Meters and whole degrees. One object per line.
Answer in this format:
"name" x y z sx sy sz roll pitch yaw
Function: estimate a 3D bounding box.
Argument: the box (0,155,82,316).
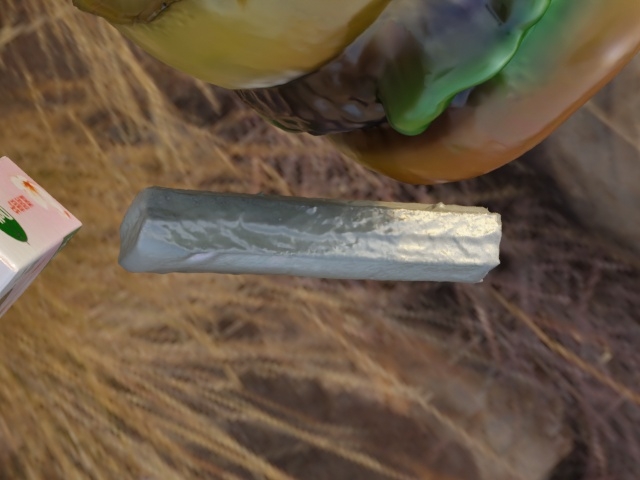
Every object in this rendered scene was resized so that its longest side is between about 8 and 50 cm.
"box" -0.142 0.019 0.676 0.043 0.125 0.089 42 99 -3

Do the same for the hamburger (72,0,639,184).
"hamburger" 0.057 -0.239 1.042 0.277 0.396 0.396 25 105 -29

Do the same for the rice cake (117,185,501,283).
"rice cake" 0.000 0.000 1.113 0.256 0.052 0.057 3 145 -27
